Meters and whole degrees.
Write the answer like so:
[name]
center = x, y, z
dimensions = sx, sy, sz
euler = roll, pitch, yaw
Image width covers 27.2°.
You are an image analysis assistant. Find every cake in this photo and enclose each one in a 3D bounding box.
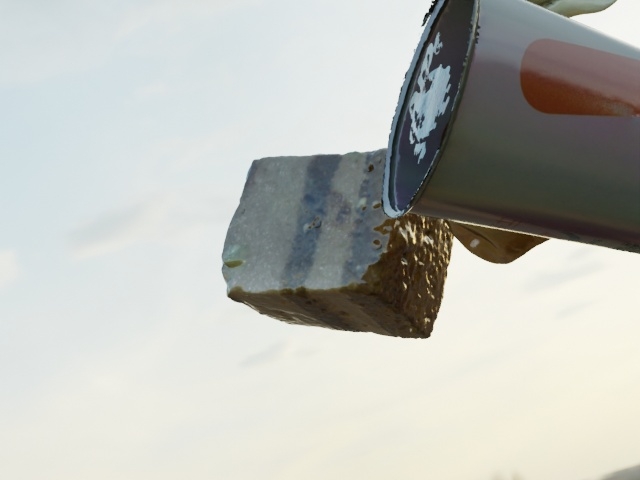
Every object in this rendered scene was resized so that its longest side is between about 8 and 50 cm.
[cake]
center = 0.000, 0.000, 1.615
dimensions = 0.293, 0.196, 0.199
euler = 3, -16, 30

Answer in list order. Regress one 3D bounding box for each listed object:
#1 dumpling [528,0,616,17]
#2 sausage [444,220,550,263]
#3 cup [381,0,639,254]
[dumpling]
center = 0.295, -0.382, 1.750
dimensions = 0.243, 0.318, 0.187
euler = 25, -4, 0
[sausage]
center = 0.205, -0.068, 1.237
dimensions = 0.241, 0.136, 0.120
euler = -28, 8, 45
[cup]
center = 0.212, -0.076, 1.016
dimensions = 0.289, 0.203, 0.203
euler = 16, -21, -9
